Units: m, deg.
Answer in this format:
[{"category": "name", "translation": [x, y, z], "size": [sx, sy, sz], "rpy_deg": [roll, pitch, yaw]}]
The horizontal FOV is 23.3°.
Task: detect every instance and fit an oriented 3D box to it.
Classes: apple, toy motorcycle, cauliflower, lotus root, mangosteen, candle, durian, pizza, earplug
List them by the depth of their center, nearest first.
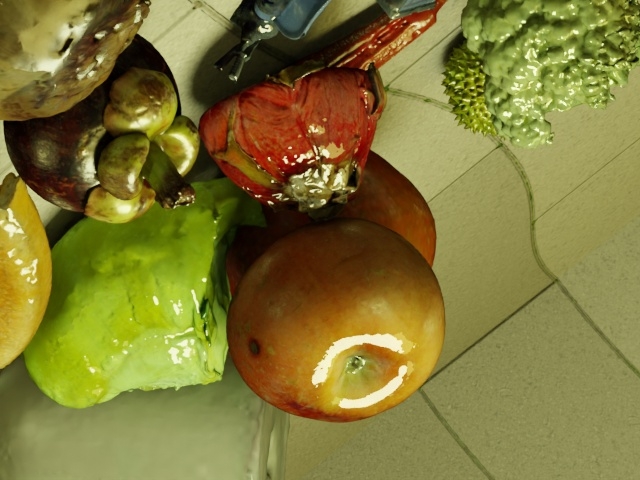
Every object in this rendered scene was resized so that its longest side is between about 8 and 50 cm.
[{"category": "lotus root", "translation": [-0.246, -0.204, 1.304], "size": [0.272, 0.192, 0.272], "rpy_deg": [-38, 161, -16]}, {"category": "mangosteen", "translation": [-0.200, -0.105, 1.519], "size": [0.192, 0.217, 0.192], "rpy_deg": [-48, 158, -26]}, {"category": "toy motorcycle", "translation": [0.028, -0.289, 1.617], "size": [0.358, 0.125, 0.212], "rpy_deg": [-22, 161, -42]}, {"category": "pizza", "translation": [-0.381, 0.046, 1.658], "size": [0.365, 0.182, 0.074], "rpy_deg": [112, 0, -46]}, {"category": "apple", "translation": [0.021, 0.098, 1.794], "size": [0.253, 0.253, 0.253], "rpy_deg": [-31, 160, -13]}, {"category": "durian", "translation": [-0.220, 0.071, 1.868], "size": [0.340, 0.255, 0.204], "rpy_deg": [-11, -166, 5]}, {"category": "candle", "translation": [0.056, -0.238, 1.877], "size": [0.302, 0.059, 0.084], "rpy_deg": [-36, 154, -3]}, {"category": "cauliflower", "translation": [0.297, -0.267, 1.915], "size": [0.281, 0.260, 0.327], "rpy_deg": [21, 92, -63]}, {"category": "earplug", "translation": [-0.251, 0.268, 2.073], "size": [0.394, 0.312, 0.312], "rpy_deg": [4, 161, 7]}, {"category": "durian", "translation": [0.249, -0.225, 2.113], "size": [0.198, 0.146, 0.159], "rpy_deg": [-23, 146, -56]}]

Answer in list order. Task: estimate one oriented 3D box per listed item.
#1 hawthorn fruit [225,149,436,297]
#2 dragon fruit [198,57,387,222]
[{"category": "hawthorn fruit", "translation": [0.000, 0.000, 2.014], "size": [0.284, 0.284, 0.284], "rpy_deg": [-31, 160, -13]}, {"category": "dragon fruit", "translation": [-0.020, -0.097, 1.763], "size": [0.224, 0.148, 0.218], "rpy_deg": [-22, 167, 36]}]
